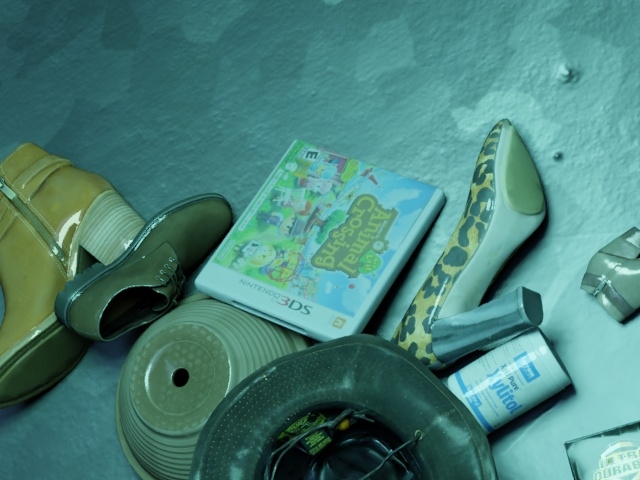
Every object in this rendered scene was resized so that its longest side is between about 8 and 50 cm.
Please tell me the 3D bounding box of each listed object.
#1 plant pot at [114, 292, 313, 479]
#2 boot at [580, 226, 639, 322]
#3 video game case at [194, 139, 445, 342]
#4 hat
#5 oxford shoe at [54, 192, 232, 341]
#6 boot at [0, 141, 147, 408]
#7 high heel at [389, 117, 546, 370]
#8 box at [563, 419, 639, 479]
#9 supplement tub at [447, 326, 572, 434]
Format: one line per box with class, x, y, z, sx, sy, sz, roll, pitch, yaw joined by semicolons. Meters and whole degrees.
plant pot;-0.124;0.158;1.679;0.237;0.110;0.237;-7;71;19
boot;0.320;0.046;1.581;0.118;0.042;0.087;40;96;29
video game case;0.000;0.000;1.695;0.193;0.023;0.212;21;62;27
hat;0.035;0.266;1.566;0.331;0.134;0.331;-9;63;18
oxford shoe;-0.171;0.036;1.729;0.227;0.083;0.096;-42;44;-18
boot;-0.343;0.032;1.808;0.220;0.109;0.283;35;86;27
high heel;0.139;0.004;1.652;0.186;0.093;0.261;-25;48;36
box;0.409;0.266;1.446;0.322;0.079;0.257;-19;64;15
supplement tub;0.187;0.140;1.581;0.107;0.071;0.071;-33;63;9
